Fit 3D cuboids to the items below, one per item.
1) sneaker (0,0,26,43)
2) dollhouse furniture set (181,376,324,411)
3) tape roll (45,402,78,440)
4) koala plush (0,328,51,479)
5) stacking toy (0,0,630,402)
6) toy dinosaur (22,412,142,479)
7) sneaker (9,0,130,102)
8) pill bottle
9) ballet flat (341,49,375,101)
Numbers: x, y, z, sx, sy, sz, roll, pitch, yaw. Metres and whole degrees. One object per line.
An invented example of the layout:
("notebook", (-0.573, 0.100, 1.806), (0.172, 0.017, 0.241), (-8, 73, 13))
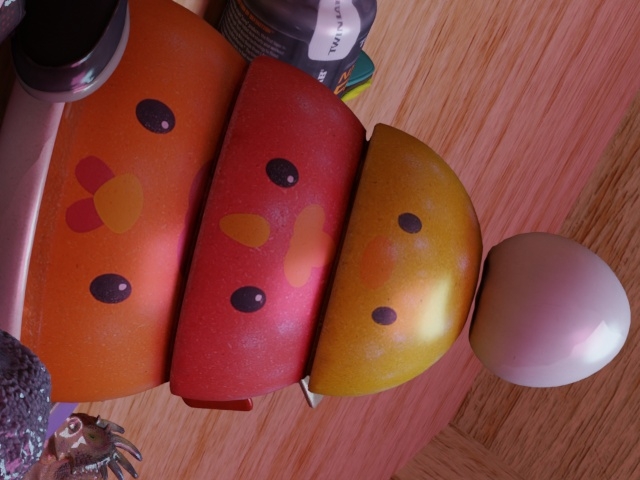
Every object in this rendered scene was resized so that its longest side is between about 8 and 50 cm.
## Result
("sneaker", (-0.261, -0.128, 1.236), (0.135, 0.098, 0.276), (-21, 144, -59))
("dollhouse furniture set", (-0.136, 0.054, 1.767), (0.135, 0.262, 0.259), (-52, 130, -43))
("tape roll", (-0.278, 0.101, 1.679), (0.189, 0.080, 0.189), (-41, 151, -29))
("koala plush", (-0.268, 0.041, 1.160), (0.196, 0.203, 0.221), (-46, 142, -45))
("stacking toy", (0.000, 0.000, 1.447), (0.350, 0.480, 0.350), (12, 90, -89))
("toy dinosaur", (-0.264, 0.239, 1.926), (0.200, 0.127, 0.295), (-52, 180, -5))
("sneaker", (-0.169, -0.207, 1.279), (0.118, 0.083, 0.222), (84, 11, -58))
("pill bottle", (-0.028, -0.182, 1.740), (0.130, 0.130, 0.245), (-36, 158, -46))
("ballet flat", (-0.014, -0.155, 1.968), (0.077, 0.077, 0.231), (-41, 172, 23))
